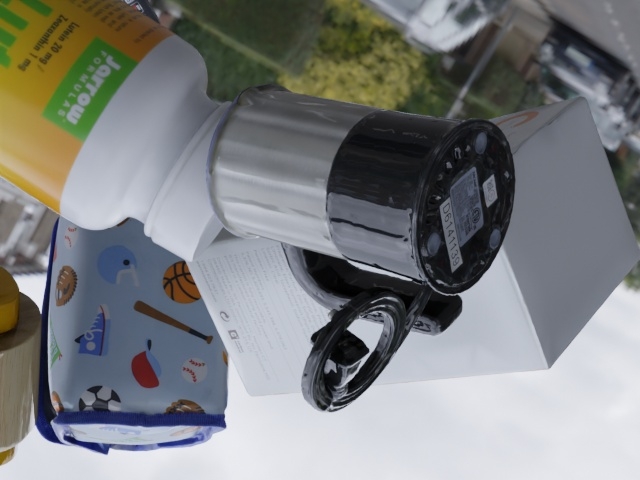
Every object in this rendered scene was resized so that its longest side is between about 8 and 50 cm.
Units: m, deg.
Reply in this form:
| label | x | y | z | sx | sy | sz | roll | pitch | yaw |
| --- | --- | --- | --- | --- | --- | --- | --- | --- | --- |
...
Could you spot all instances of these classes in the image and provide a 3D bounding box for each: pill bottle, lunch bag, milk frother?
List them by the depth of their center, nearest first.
| label | x | y | z | sx | sy | sz | roll | pitch | yaw |
| --- | --- | --- | --- | --- | --- | --- | --- | --- | --- |
| milk frother | 0.000 | 0.000 | 0.563 | 0.135 | 0.129 | 0.143 | 14 | -156 | 38 |
| pill bottle | -0.158 | -0.093 | 0.737 | 0.246 | 0.136 | 0.136 | 32 | -170 | 1 |
| lunch bag | -0.242 | 0.103 | 1.496 | 0.239 | 0.327 | 0.385 | 4 | 166 | -9 |

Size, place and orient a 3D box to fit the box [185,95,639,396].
| label | x | y | z | sx | sy | sz | roll | pitch | yaw |
| --- | --- | --- | --- | --- | --- | --- | --- | --- | --- |
| box | 0.081 | 0.012 | 1.083 | 0.345 | 0.168 | 0.215 | -12 | -162 | 42 |

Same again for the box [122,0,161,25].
| label | x | y | z | sx | sy | sz | roll | pitch | yaw |
| --- | --- | --- | --- | --- | --- | --- | --- | --- | --- |
| box | -0.242 | -0.193 | 0.871 | 0.056 | 0.183 | 0.231 | 60 | 179 | 24 |

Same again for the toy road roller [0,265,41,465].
| label | x | y | z | sx | sy | sz | roll | pitch | yaw |
| --- | --- | --- | --- | --- | --- | --- | --- | --- | --- |
| toy road roller | -0.375 | 0.181 | 1.030 | 0.330 | 0.202 | 0.240 | -17 | -139 | -36 |
